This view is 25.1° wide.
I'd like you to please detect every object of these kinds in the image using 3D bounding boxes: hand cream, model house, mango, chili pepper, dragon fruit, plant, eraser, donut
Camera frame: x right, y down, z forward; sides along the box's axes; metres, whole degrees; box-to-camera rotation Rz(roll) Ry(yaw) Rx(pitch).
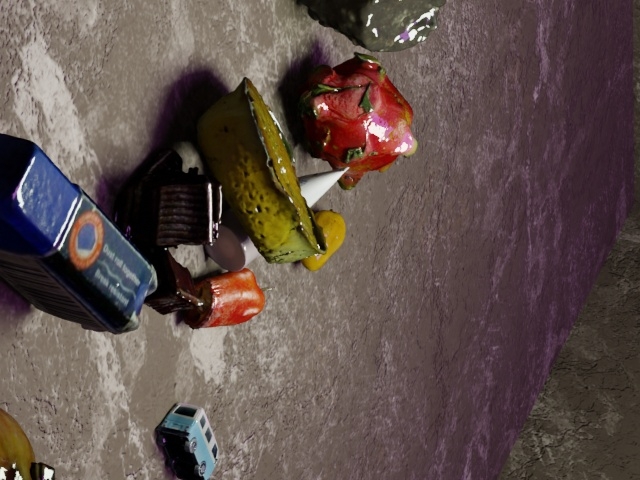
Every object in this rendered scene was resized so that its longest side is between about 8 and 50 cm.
[{"bbox_3d":[-0.074,-0.046,2.180,0.248,0.133,0.083,-39,113,-41],"label":"hand cream"},{"bbox_3d":[-0.189,-0.005,1.896,0.141,0.164,0.203,-11,115,-57],"label":"model house"},{"bbox_3d":[0.000,0.000,2.401,0.114,0.060,0.080,-61,148,-21],"label":"mango"},{"bbox_3d":[-0.128,0.085,2.152,0.192,0.086,0.084,-10,95,-53],"label":"chili pepper"},{"bbox_3d":[0.041,-0.185,2.292,0.269,0.200,0.198,158,-54,-72],"label":"dragon fruit"},{"bbox_3d":[0.071,-0.402,2.187,0.178,0.234,0.204,-12,138,-40],"label":"plant"},{"bbox_3d":[-0.320,-0.005,1.639,0.102,0.155,0.332,-68,152,-21],"label":"eraser"},{"bbox_3d":[-0.088,-0.083,1.995,0.272,0.107,0.272,63,6,-12],"label":"donut"}]

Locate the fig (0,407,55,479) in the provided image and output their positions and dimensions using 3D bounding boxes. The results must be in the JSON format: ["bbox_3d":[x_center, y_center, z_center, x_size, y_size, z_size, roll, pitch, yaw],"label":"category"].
[{"bbox_3d":[-0.410,0.283,1.554,0.235,0.214,0.235,-39,156,-21],"label":"fig"}]

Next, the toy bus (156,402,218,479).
[{"bbox_3d":[-0.195,0.305,2.161,0.075,0.060,0.123,-60,148,-38],"label":"toy bus"}]
